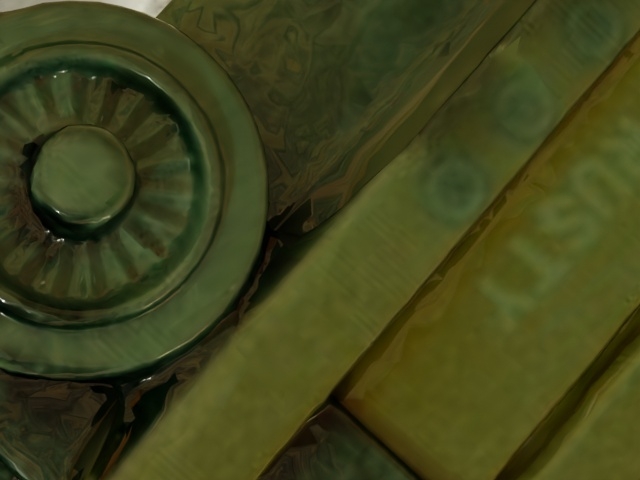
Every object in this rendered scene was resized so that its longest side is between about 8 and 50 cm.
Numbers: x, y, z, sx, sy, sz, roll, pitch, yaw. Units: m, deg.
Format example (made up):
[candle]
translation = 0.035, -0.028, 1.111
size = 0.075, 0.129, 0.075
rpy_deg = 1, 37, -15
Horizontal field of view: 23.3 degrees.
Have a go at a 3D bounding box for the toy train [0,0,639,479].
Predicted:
[toy train]
translation = 0.056, -0.035, 0.440
size = 0.397, 0.253, 0.160
rpy_deg = -49, -178, -10
